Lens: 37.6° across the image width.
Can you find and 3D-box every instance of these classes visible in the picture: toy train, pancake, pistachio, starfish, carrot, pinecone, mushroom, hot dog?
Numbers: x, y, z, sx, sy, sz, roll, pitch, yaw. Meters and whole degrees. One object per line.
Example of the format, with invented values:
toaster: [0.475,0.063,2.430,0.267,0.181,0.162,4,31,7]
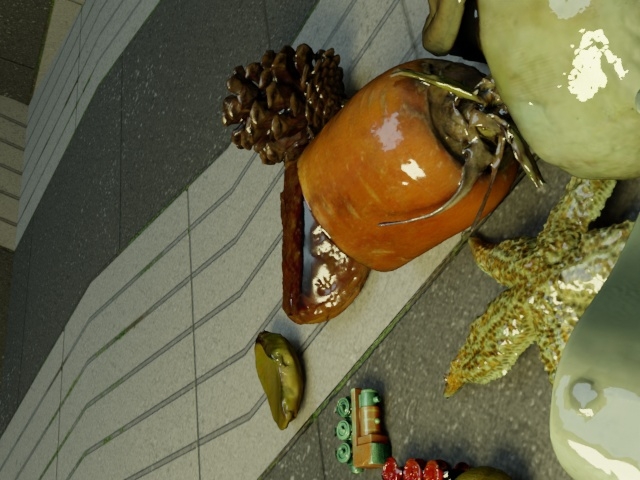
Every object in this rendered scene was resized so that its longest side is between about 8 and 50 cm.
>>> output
toy train: [0.109,0.273,0.990,0.138,0.050,0.087,-16,66,56]
pancake: [0.140,-0.311,0.989,0.222,0.042,0.236,107,175,-77]
pistachio: [-0.051,0.186,1.305,0.173,0.049,0.089,-116,27,-48]
starfish: [0.228,0.025,0.901,0.347,0.078,0.357,7,82,63]
carrot: [0.105,-0.091,1.028,0.331,0.214,0.193,-35,91,42]
pinecone: [-0.053,-0.193,1.384,0.212,0.169,0.185,-10,52,44]
toy train: [0.052,0.224,1.121,0.064,0.044,0.103,-29,53,47]
mushroom: [0.243,-0.189,0.761,0.164,0.190,0.267,-3,81,58]
hot dog: [-0.001,0.000,1.254,0.160,0.099,0.226,14,98,60]

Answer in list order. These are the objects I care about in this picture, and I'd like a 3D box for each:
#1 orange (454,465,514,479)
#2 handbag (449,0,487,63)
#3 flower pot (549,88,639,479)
orange: [0.154,0.260,0.889,0.085,0.085,0.095,-24,40,53]
handbag: [0.232,-0.337,1.009,0.288,0.152,0.342,-176,102,-75]
flower pot: [0.284,-0.003,0.614,0.165,0.254,0.367,20,94,39]
